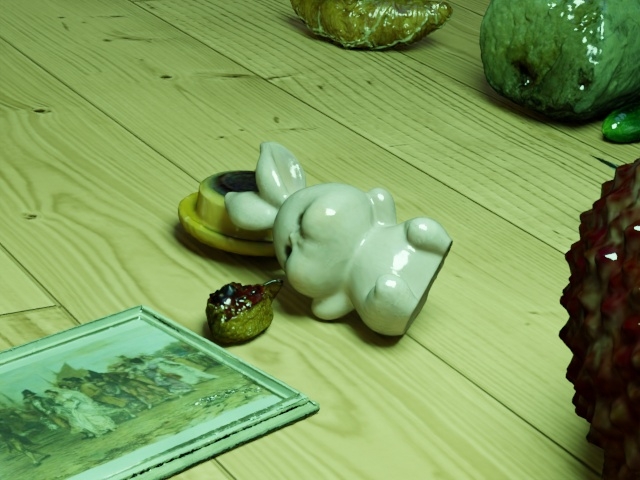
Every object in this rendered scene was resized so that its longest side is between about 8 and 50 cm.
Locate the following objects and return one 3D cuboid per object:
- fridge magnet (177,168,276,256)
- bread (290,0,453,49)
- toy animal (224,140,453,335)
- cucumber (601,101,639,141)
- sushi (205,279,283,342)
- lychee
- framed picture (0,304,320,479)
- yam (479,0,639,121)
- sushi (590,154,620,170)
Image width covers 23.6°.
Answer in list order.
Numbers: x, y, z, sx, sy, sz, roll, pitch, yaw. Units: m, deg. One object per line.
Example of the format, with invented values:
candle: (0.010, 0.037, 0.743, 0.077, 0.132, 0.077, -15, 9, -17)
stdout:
fridge magnet: (-0.062, -0.025, 1.430, 0.143, 0.063, 0.143, 8, 21, -3)
bread: (0.065, -0.299, 2.092, 0.233, 0.076, 0.105, 6, 10, 17)
toy animal: (0.000, -0.001, 1.298, 0.212, 0.124, 0.124, 26, 28, 15)
cucumber: (0.445, -0.159, 1.889, 0.284, 0.056, 0.056, -17, 32, -37)
sushi: (-0.068, 0.055, 1.260, 0.050, 0.047, 0.099, 10, 21, 18)
lychee: (0.309, 0.064, 1.038, 0.306, 0.306, 0.330, 14, 52, 18)
framed picture: (-0.166, 0.118, 1.126, 0.217, 0.017, 0.274, 23, 29, 37)
yam: (0.348, -0.253, 1.901, 0.195, 0.195, 0.300, 25, 29, 38)
sushi: (0.373, 0.002, 1.487, 0.192, 0.050, 0.215, 13, 19, -47)
